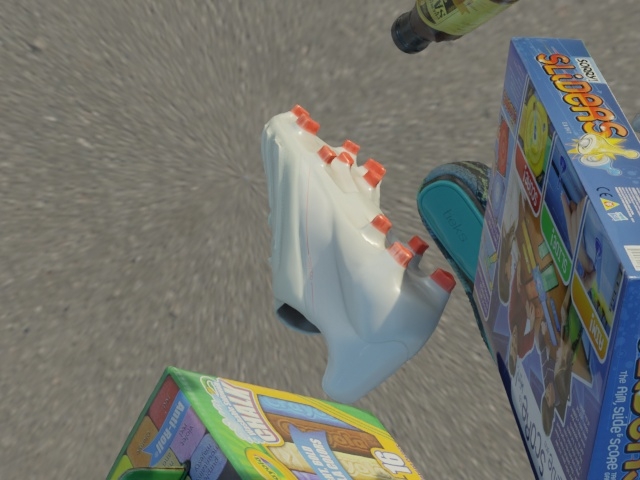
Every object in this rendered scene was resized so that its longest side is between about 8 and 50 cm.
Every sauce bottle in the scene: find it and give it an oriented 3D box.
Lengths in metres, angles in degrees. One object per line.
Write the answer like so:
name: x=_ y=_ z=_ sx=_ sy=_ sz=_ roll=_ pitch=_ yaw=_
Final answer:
sauce bottle: x=0.081 y=-0.142 z=1.068 sx=0.042 sy=0.128 sz=0.042 roll=7 pitch=73 yaw=-24

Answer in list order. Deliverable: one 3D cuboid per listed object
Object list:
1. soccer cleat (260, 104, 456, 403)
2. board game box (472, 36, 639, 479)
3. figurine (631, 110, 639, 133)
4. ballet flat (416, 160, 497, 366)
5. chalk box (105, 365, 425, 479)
soccer cleat: x=0.000 y=0.000 z=0.837 sx=0.068 sy=0.196 sz=0.076 roll=32 pitch=105 yaw=-29
board game box: x=0.104 y=0.020 z=0.726 sx=0.035 sy=0.201 sz=0.136 roll=1 pitch=121 yaw=-8
figurine: x=0.335 y=-0.076 z=1.255 sx=0.209 sy=0.092 sz=0.215 roll=-44 pitch=111 yaw=-8
ballet flat: x=0.131 y=0.028 z=1.197 sx=0.070 sy=0.070 sz=0.188 roll=-27 pitch=100 yaw=-1
chalk box: x=-0.068 y=0.231 z=1.443 sx=0.289 sy=0.179 sz=0.180 roll=18 pitch=110 yaw=-37
